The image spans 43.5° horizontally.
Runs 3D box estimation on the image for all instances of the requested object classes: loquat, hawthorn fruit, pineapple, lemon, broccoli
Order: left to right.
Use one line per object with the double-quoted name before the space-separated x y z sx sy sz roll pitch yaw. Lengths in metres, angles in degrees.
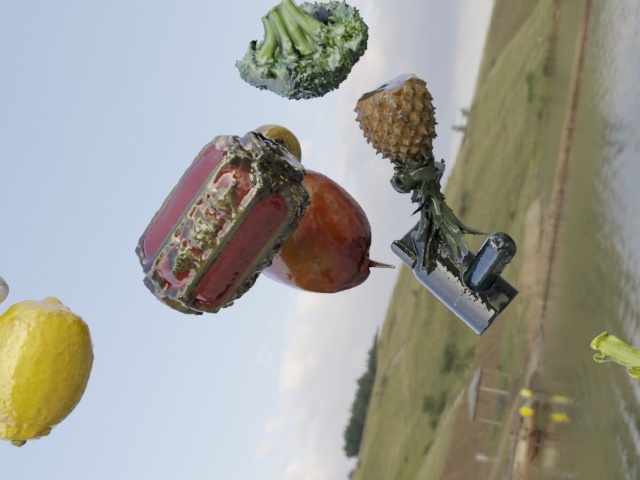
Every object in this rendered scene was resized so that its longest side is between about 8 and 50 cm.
"lemon" -0.295 0.132 0.824 0.114 0.114 0.155 65 -147 -66
"loquat" -0.112 -0.190 1.828 0.163 0.137 0.163 -48 16 18
"broccoli" -0.027 -0.329 1.372 0.198 0.176 0.226 -62 11 -24
"hawthorn fruit" 0.000 0.000 1.363 0.211 0.262 0.210 -58 -2 -3
"pineapple" 0.144 -0.093 1.144 0.277 0.119 0.130 65 177 -18

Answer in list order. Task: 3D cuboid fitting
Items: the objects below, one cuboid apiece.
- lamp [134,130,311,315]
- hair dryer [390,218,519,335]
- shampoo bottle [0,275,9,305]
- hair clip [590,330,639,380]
"lamp" -0.136 -0.022 1.126 0.274 0.177 0.177 -51 -7 15
"hair dryer" 0.262 0.025 1.468 0.116 0.244 0.302 -45 -13 -20
"shampoo bottle" -0.370 0.064 0.839 0.099 0.072 0.043 -50 32 35
"hair clip" 0.547 0.210 1.396 0.072 0.173 0.046 -29 -69 -21
